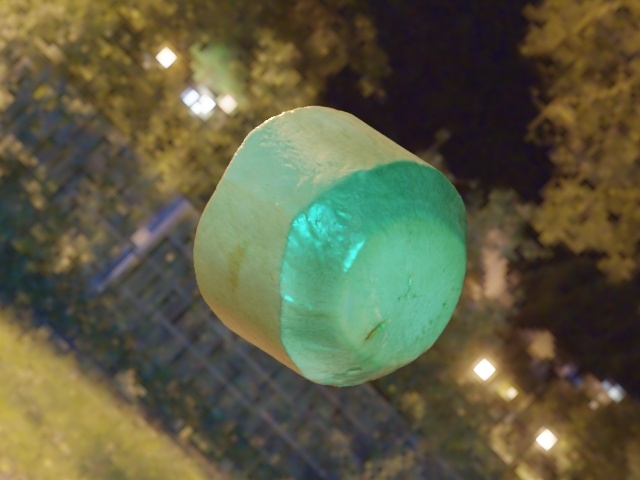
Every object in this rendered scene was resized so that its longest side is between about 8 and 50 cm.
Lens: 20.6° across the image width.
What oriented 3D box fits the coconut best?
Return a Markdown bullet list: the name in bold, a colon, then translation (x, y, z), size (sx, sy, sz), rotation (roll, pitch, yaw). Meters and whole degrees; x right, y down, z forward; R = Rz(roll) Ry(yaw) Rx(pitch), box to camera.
- **coconut**: translation (0.000, 0.000, 1.400), size (0.222, 0.202, 0.202), rotation (33, -9, 47)
